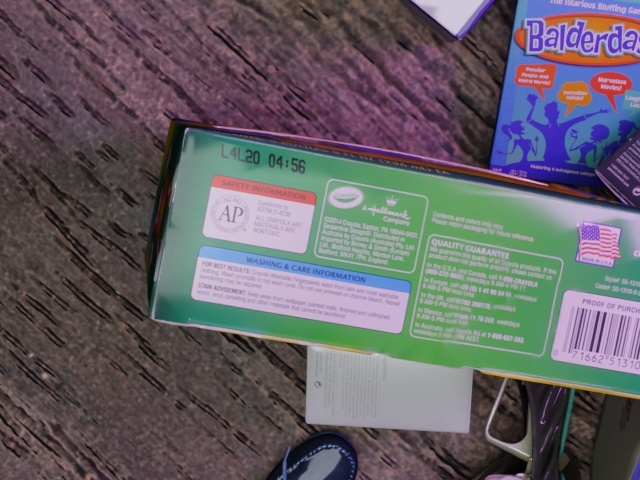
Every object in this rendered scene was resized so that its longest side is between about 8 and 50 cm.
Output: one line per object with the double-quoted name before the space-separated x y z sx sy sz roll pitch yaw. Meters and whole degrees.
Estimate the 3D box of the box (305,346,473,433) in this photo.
"box" 0.074 0.133 1.361 0.170 0.130 0.091 4 105 4

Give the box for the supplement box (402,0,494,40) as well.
"supplement box" 0.126 -0.269 1.260 0.114 0.220 0.111 39 98 -1

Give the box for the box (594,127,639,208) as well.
"box" 0.403 -0.078 1.284 0.207 0.153 0.108 -44 51 8

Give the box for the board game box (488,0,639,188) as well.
"board game box" 0.266 -0.160 1.318 0.160 0.047 0.210 7 118 4

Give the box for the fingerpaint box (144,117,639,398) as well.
"fingerpaint box" 0.071 0.001 1.183 0.445 0.371 0.163 10 95 -9

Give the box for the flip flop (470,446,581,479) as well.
"flip flop" 0.158 0.309 1.417 0.277 0.080 0.112 -33 90 -7

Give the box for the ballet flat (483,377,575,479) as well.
"ballet flat" 0.218 0.234 1.352 0.096 0.095 0.280 5 66 4

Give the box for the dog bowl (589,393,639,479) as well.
"dog bowl" 0.356 0.175 1.283 0.104 0.265 0.265 16 99 3

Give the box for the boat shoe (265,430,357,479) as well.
"boat shoe" -0.045 0.329 1.421 0.109 0.089 0.258 34 99 -1
